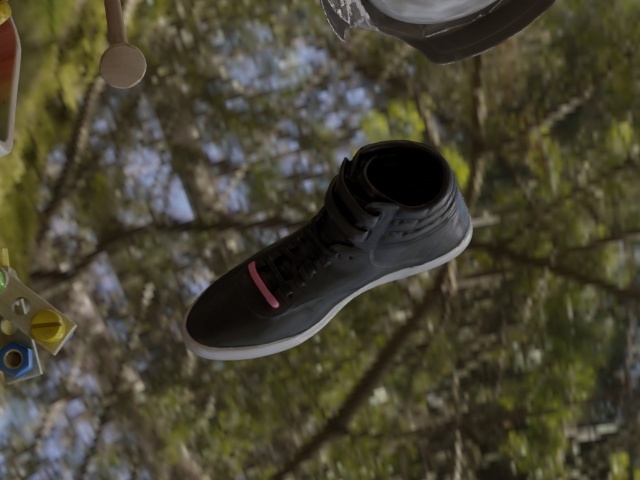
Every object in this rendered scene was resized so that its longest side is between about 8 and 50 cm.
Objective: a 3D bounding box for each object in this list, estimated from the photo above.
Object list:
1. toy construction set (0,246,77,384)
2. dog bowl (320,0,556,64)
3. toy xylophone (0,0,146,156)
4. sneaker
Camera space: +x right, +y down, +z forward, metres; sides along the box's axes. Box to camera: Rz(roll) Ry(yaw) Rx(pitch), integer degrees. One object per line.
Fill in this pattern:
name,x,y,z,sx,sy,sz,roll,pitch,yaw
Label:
toy construction set,-0.378,0.004,1.739,0.215,0.151,0.328,-28,-113,0
dog bowl,0.133,-0.349,1.978,0.349,0.349,0.102,-26,-130,-9
toy xylophone,-0.239,-0.117,1.219,0.236,0.081,0.323,-27,-156,-4
sneaker,0.000,0.000,1.704,0.295,0.147,0.104,-25,-121,-10
